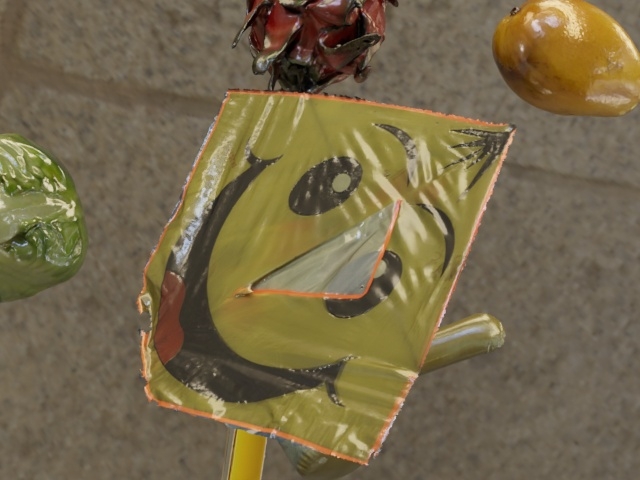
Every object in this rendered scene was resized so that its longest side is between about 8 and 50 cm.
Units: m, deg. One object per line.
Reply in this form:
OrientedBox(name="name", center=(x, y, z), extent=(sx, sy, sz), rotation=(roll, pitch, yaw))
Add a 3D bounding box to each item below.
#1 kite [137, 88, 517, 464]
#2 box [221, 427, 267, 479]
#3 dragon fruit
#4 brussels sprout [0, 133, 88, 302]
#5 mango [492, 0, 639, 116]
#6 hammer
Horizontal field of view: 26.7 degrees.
OrientedBox(name="kite", center=(-0.001, -0.001, 0.980), extent=(0.327, 0.377, 0.013), rotation=(-30, 138, 14))
OrientedBox(name="box", center=(-0.072, 0.197, 1.294), extent=(0.033, 0.247, 0.129), rotation=(8, 91, -4))
OrientedBox(name="dragon fruit", center=(-0.008, -0.279, 1.747), extent=(0.192, 0.193, 0.274), rotation=(18, 71, 3))
OrientedBox(name="brussels sprout", center=(-0.420, -0.028, 1.707), extent=(0.210, 0.271, 0.219), rotation=(-21, 88, 11))
OrientedBox(name="mango", center=(0.306, -0.215, 1.625), extent=(0.219, 0.112, 0.145), rotation=(16, 71, -30))
OrientedBox(name="hammer", center=(0.075, 0.145, 1.561), extent=(0.305, 0.202, 0.113), rotation=(-19, 148, -18))
